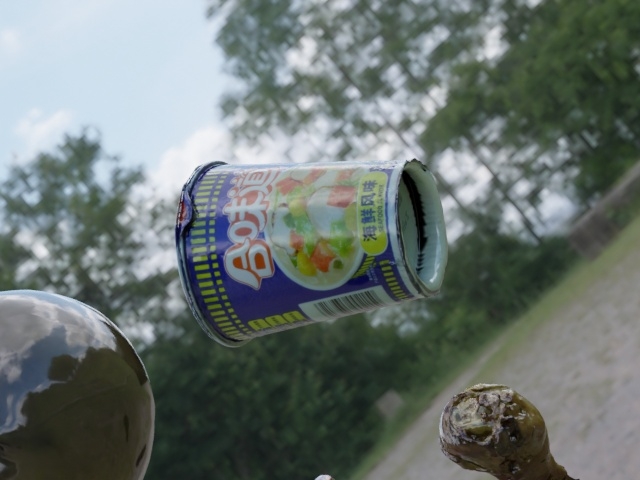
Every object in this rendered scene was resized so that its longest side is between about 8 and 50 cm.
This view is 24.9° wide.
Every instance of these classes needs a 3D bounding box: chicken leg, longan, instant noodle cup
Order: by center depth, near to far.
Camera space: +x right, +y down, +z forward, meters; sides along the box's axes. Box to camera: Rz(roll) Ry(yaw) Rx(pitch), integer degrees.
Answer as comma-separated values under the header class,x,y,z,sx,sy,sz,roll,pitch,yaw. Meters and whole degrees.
class,x,y,z,sx,sy,sz,roll,pitch,yaw
longan,-0.330,0.203,1.608,0.319,0.319,0.319,-41,-5,-4
chicken leg,0.233,0.251,1.632,0.107,0.251,0.087,-23,34,42
instant noodle cup,0.000,0.000,2.023,0.312,0.284,0.284,-7,9,23

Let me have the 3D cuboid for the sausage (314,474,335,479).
class,x,y,z,sx,sy,sz,roll,pitch,yaw
sausage,-0.005,0.327,1.837,0.034,0.034,0.129,-43,-2,21
